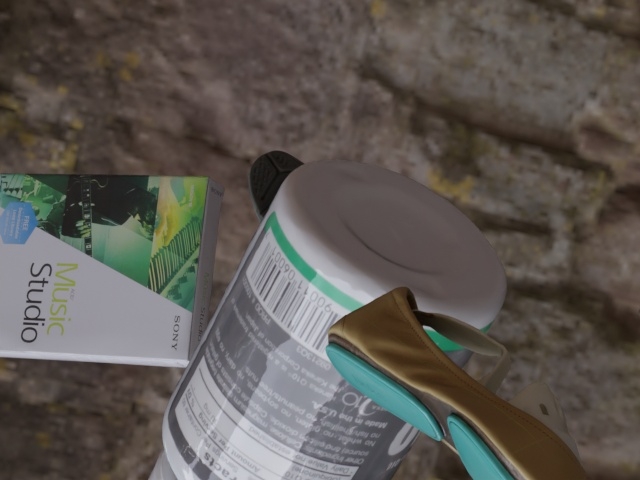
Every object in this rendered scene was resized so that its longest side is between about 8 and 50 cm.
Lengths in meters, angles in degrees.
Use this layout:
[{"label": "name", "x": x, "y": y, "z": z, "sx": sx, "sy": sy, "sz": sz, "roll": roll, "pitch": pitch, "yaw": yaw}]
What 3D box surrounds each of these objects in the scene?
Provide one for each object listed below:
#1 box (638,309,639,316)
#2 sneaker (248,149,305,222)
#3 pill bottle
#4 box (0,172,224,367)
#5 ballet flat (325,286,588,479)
[{"label": "box", "x": 0.409, "y": 0.079, "z": 1.399, "sx": 0.051, "sy": 0.175, "sz": 0.220, "roll": 55, "pitch": -165, "yaw": -9}, {"label": "sneaker", "x": 0.000, "y": 0.000, "z": 1.637, "sx": 0.227, "sy": 0.087, "sz": 0.130, "roll": 47, "pitch": 173, "yaw": 17}, {"label": "pill bottle", "x": -0.011, "y": 0.127, "z": 1.205, "sx": 0.204, "sy": 0.361, "sz": 0.204, "roll": 22, "pitch": -150, "yaw": -13}, {"label": "box", "x": -0.288, "y": 0.034, "z": 1.756, "sx": 0.322, "sy": 0.232, "sz": 0.058, "roll": 1, "pitch": 167, "yaw": 16}, {"label": "ballet flat", "x": 0.091, "y": 0.092, "z": 0.791, "sx": 0.232, "sy": 0.073, "sz": 0.080, "roll": 39, "pitch": 161, "yaw": 42}]
